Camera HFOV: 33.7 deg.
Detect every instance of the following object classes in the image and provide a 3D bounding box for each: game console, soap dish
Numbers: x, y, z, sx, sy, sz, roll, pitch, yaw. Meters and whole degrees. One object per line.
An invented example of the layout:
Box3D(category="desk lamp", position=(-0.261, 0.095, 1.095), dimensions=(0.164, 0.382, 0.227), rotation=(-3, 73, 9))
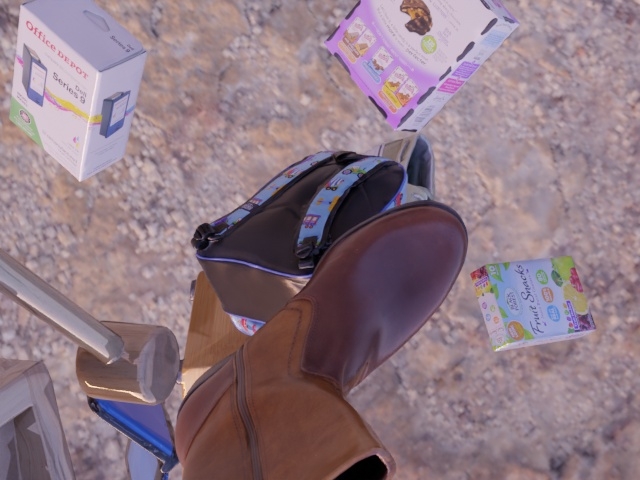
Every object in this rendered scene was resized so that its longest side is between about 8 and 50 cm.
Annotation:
Box3D(category="game console", position=(-0.335, 0.311, 1.716), dimensions=(0.173, 0.293, 0.250), rotation=(-46, 117, 4))
Box3D(category="soap dish", position=(-0.083, 0.181, 1.094), dimensions=(0.118, 0.229, 0.290), rotation=(3, 118, -3))

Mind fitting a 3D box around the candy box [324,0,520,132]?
Box3D(category="candy box", position=(0.126, -0.263, 1.345), dimensions=(0.196, 0.164, 0.070), rotation=(-47, 158, 27))

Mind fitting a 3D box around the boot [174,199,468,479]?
Box3D(category="boot", position=(0.006, 0.082, 0.661), dimensions=(0.264, 0.280, 0.096), rotation=(-32, 99, 1))

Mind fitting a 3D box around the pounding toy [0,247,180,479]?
Box3D(category="pounding toy", position=(-0.142, 0.083, 0.384), dimensions=(0.206, 0.094, 0.181), rotation=(-38, 124, -58))

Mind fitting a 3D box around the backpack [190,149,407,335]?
Box3D(category="backpack", position=(0.000, 0.000, 0.925), dimensions=(0.173, 0.158, 0.116), rotation=(-46, 129, -34))

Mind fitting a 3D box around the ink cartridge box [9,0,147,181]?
Box3D(category="ink cartridge box", position=(-0.331, -0.211, 1.428), dimensions=(0.093, 0.154, 0.212), rotation=(-37, 162, -41))

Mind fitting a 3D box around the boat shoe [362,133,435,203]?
Box3D(category="boat shoe", position=(0.106, -0.040, 1.421), dimensions=(0.094, 0.302, 0.109), rotation=(-31, 127, 27))

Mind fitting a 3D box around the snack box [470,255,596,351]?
Box3D(category="snack box", position=(0.258, 0.075, 1.276), dimensions=(0.141, 0.100, 0.037), rotation=(-4, 159, -31))
